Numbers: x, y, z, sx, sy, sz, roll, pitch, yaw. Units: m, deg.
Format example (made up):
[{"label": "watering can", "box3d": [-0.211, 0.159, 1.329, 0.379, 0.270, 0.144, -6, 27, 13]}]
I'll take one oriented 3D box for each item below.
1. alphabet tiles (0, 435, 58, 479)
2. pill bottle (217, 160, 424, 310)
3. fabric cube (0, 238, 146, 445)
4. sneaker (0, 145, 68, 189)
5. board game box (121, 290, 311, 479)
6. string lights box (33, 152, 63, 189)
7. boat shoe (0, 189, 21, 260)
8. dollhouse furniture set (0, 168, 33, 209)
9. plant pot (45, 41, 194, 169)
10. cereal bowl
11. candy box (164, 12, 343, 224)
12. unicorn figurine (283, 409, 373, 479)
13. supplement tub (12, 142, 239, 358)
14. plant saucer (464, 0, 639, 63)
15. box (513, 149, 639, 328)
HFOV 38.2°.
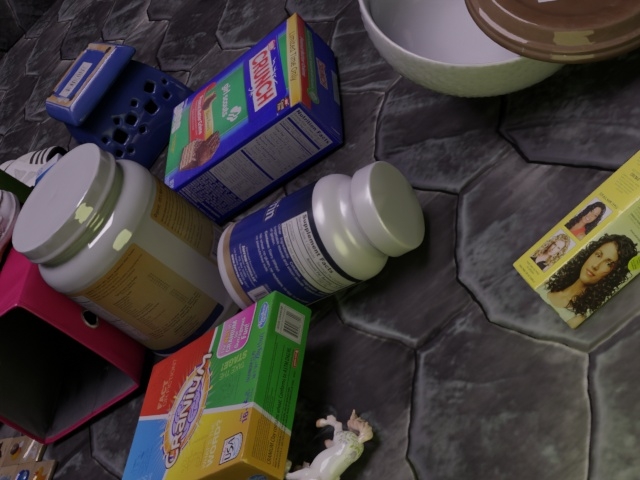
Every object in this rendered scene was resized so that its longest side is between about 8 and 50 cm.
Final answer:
[{"label": "alphabet tiles", "box3d": [-0.569, 0.492, 1.571, 0.285, 0.011, 0.343, -18, 46, 39]}, {"label": "pill bottle", "box3d": [0.000, 0.000, 1.266, 0.264, 0.153, 0.153, -25, 41, 31]}, {"label": "fabric cube", "box3d": [-0.455, 0.138, 1.556, 0.259, 0.254, 0.258, -33, 34, 25]}, {"label": "sneaker", "box3d": [-0.691, -0.053, 2.085, 0.257, 0.169, 0.448, -22, 40, 37]}, {"label": "board game box", "box3d": [-0.148, 0.234, 1.237, 0.316, 0.064, 0.242, -33, 36, 42]}, {"label": "string lights box", "box3d": [-0.537, -0.050, 1.939, 0.076, 0.133, 0.260, -34, 37, 22]}, {"label": "boat shoe", "box3d": [-0.573, -0.008, 1.524, 0.098, 0.096, 0.277, -35, 32, 22]}, {"label": "dollhouse furniture set", "box3d": [-0.673, -0.042, 1.839, 0.301, 0.151, 0.198, 16, 74, 57]}, {"label": "plant pot", "box3d": [-0.445, -0.294, 1.998, 0.236, 0.212, 0.236, -55, 35, -8]}, {"label": "cereal bowl", "box3d": [0.223, -0.329, 1.283, 0.338, 0.141, 0.339, -5, 60, 9]}, {"label": "candy box", "box3d": [-0.121, -0.207, 1.627, 0.317, 0.122, 0.268, -31, 38, 24]}, {"label": "unicorn figurine", "box3d": [0.005, 0.272, 1.083, 0.162, 0.060, 0.111, -59, 31, -8]}, {"label": "supplement tub", "box3d": [-0.287, 0.018, 1.426, 0.228, 0.316, 0.228, -30, 39, 27]}, {"label": "plant saucer", "box3d": [0.319, -0.342, 1.167, 0.277, 0.041, 0.278, -5, 61, 9]}, {"label": "box", "box3d": [0.322, -0.017, 0.976, 0.232, 0.087, 0.058, -45, 32, 10]}]
